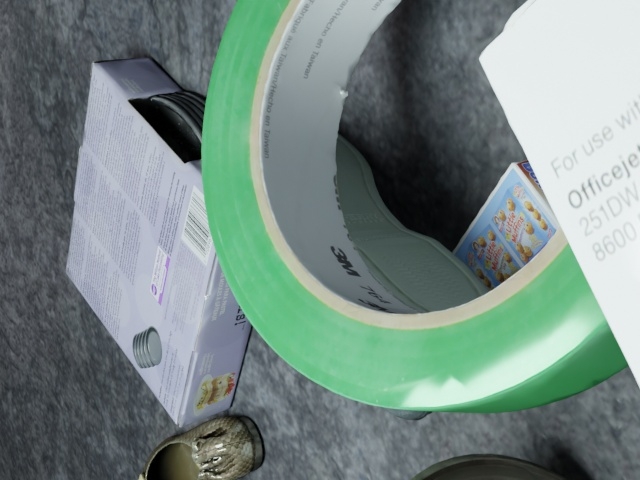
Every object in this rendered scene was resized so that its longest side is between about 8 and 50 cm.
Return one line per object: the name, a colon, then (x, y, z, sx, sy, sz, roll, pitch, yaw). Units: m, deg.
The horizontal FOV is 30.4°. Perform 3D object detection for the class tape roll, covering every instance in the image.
tape roll: (0.073, -0.066, 0.652, 0.321, 0.077, 0.321, -7, 78, 38)

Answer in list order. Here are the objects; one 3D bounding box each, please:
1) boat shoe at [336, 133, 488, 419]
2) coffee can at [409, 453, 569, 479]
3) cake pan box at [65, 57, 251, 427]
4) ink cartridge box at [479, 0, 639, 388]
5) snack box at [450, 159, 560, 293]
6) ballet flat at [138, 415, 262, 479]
boat shoe: (0.000, 0.000, 0.826, 0.302, 0.114, 0.091, 54, 132, 44)
coffee can: (0.067, 0.290, 0.765, 0.201, 0.202, 0.275, 60, 142, 23)
cake pan box: (-0.147, -0.006, 1.091, 0.246, 0.070, 0.266, 43, 133, 36)
ink cartridge box: (0.265, 0.054, 0.340, 0.166, 0.286, 0.394, -42, 66, 50)
snack box: (0.110, 0.030, 0.780, 0.064, 0.022, 0.178, 59, 141, 28)
ballet flat: (-0.135, 0.228, 1.153, 0.250, 0.058, 0.084, -36, 70, 53)
